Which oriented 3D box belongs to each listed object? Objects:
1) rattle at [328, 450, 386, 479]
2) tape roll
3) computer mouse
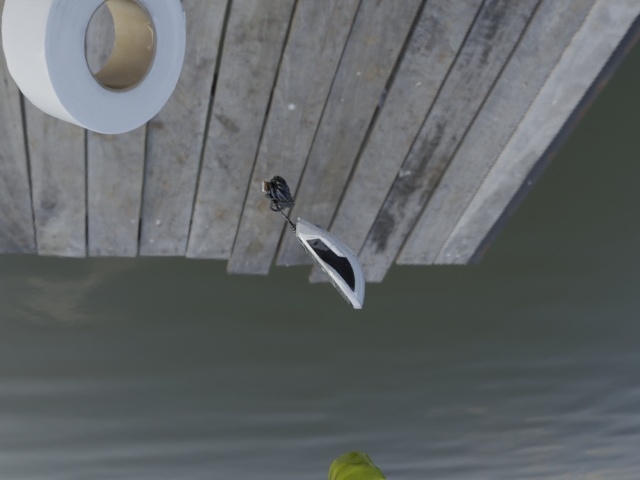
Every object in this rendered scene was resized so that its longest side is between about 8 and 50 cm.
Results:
[{"bbox_3d":[0.008,0.264,0.463,0.143,0.130,0.199,-28,135,-26],"label":"rattle"},{"bbox_3d":[-0.344,-0.318,0.981,0.100,0.286,0.286,20,150,26],"label":"tape roll"},{"bbox_3d":[0.000,0.000,0.755,0.042,0.193,0.106,-38,166,-7],"label":"computer mouse"}]
